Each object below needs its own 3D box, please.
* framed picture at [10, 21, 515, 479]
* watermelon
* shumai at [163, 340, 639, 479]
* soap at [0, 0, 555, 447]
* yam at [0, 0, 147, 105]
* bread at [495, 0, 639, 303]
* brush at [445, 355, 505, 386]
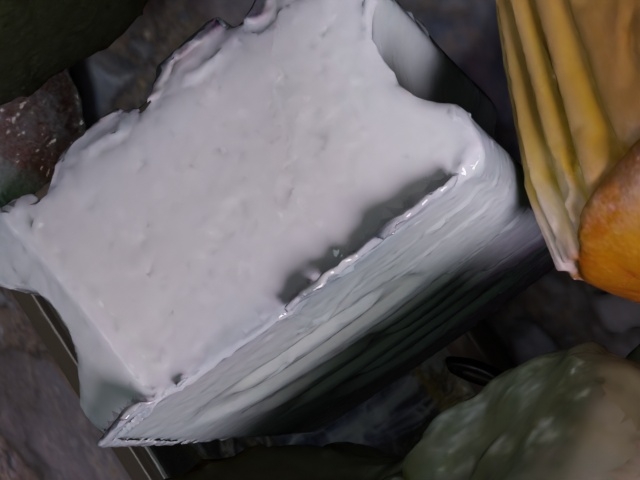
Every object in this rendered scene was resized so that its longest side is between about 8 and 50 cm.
[{"bbox_3d":[-0.009,0.082,0.842,0.240,0.020,0.324,-32,89,40],"label":"framed picture"},{"bbox_3d":[-0.166,-0.086,0.903,0.094,0.081,0.180,-2,130,29],"label":"watermelon"},{"bbox_3d":[0.053,0.167,0.646,0.263,0.304,0.309,11,89,39],"label":"shumai"},{"bbox_3d":[0.000,0.000,0.622,0.150,0.261,0.094,-41,78,8],"label":"soap"},{"bbox_3d":[-0.184,-0.201,0.773,0.268,0.161,0.161,54,141,9],"label":"yam"},{"bbox_3d":[0.173,-0.076,0.481,0.288,0.152,0.119,-36,67,51],"label":"bread"},{"bbox_3d":[0.090,0.063,0.749,0.083,0.008,0.024,19,120,18],"label":"brush"}]
